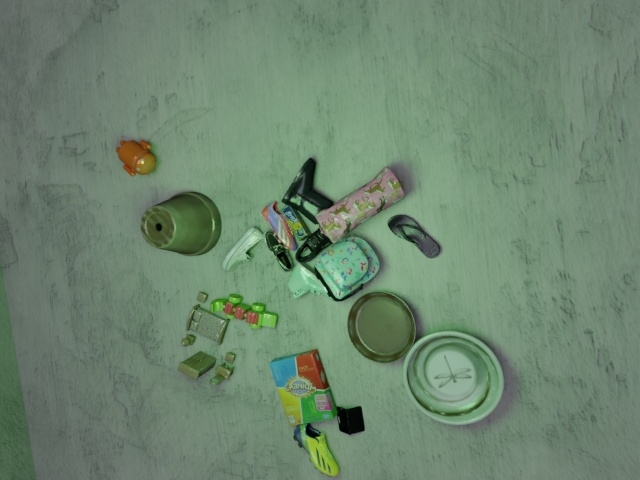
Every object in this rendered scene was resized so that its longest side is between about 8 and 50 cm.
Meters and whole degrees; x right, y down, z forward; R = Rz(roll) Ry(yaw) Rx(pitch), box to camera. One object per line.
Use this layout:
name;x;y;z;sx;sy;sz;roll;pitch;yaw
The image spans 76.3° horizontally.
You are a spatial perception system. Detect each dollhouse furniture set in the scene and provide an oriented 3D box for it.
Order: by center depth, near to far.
dollhouse furniture set;-0.548;0.481;1.999;0.303;0.174;0.356;21;101;13

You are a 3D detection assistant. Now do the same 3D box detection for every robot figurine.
robot figurine;-0.920;-0.418;2.048;0.219;0.128;0.158;37;61;11

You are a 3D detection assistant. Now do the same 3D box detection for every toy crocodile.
toy crocodile;-0.369;0.347;1.967;0.340;0.105;0.115;17;100;14

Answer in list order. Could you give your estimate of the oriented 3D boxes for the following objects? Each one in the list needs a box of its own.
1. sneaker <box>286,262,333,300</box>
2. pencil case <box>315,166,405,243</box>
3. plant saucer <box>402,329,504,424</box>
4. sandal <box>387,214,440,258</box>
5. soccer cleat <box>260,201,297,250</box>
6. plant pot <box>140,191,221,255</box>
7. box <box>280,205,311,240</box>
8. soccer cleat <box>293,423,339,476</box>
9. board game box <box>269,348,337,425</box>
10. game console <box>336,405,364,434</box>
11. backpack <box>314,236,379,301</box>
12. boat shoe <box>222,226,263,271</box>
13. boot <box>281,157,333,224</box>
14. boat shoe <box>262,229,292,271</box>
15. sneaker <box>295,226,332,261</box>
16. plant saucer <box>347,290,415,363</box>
sneaker;-0.037;0.228;1.862;0.256;0.094;0.151;37;104;15
pencil case;0.160;-0.143;1.689;0.386;0.167;0.160;-34;62;2
plant saucer;0.550;0.562;1.713;0.400;0.100;0.401;2;96;16
sandal;0.398;-0.024;1.725;0.254;0.054;0.097;36;104;10
soccer cleat;-0.177;-0.064;1.885;0.095;0.083;0.248;-40;81;12
plant pot;-0.680;-0.069;1.931;0.323;0.280;0.324;2;97;17
box;-0.112;-0.082;1.862;0.054;0.059;0.169;-35;78;17
soccer cleat;-0.004;0.984;1.927;0.121;0.093;0.289;-45;83;9
board game box;-0.083;0.696;1.927;0.242;0.064;0.317;-19;89;21
game console;0.139;0.835;1.910;0.107;0.071;0.122;-6;93;47
backpack;0.119;0.108;1.734;0.253;0.191;0.225;-29;73;-15
boat shoe;-0.364;0.059;1.948;0.088;0.096;0.267;43;97;14
boot;-0.029;-0.216;1.819;0.207;0.094;0.247;31;88;0
boat shoe;-0.191;0.044;1.890;0.077;0.070;0.219;-32;91;-21
sneaker;0.000;0.000;1.811;0.107;0.124;0.283;45;105;8
plant saucer;0.267;0.376;1.782;0.310;0.050;0.311;-1;87;27
